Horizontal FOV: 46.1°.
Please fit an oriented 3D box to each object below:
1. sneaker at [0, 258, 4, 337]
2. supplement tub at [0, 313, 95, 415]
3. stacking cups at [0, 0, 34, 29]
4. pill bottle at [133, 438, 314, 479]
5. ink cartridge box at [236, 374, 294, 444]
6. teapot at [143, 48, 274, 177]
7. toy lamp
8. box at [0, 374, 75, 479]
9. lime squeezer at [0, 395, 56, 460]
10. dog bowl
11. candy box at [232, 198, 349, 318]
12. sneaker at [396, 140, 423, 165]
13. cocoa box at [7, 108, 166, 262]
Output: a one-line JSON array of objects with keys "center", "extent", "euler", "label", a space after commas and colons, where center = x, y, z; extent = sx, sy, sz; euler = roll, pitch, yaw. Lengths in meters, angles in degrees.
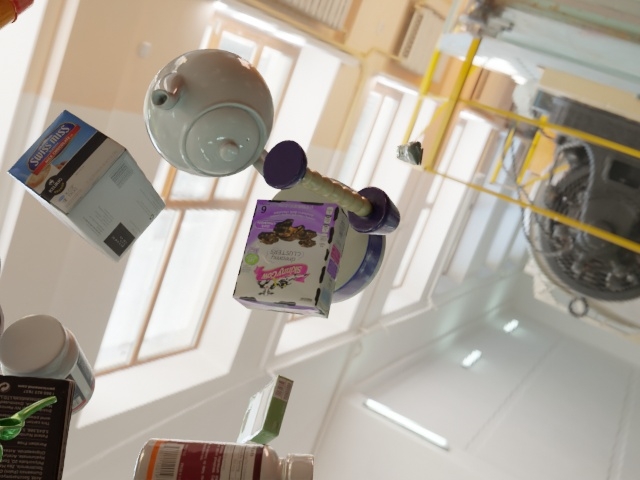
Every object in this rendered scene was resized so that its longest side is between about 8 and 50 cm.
[{"center": [-0.902, 0.160, 1.942], "extent": [0.105, 0.295, 0.147], "euler": [-5, 173, 12], "label": "sneaker"}, {"center": [-0.711, 0.333, 1.962], "extent": [0.191, 0.272, 0.191], "euler": [0, -128, 1], "label": "supplement tub"}, {"center": [-0.649, -0.391, 1.369], "extent": [0.096, 0.096, 0.316], "euler": [22, -130, 7], "label": "stacking cups"}, {"center": [-0.213, 0.574, 1.718], "extent": [0.393, 0.224, 0.224], "euler": [3, -169, 1], "label": "pill bottle"}, {"center": [-0.162, 0.500, 2.143], "extent": [0.056, 0.235, 0.171], "euler": [24, -126, -12], "label": "ink cartridge box"}, {"center": [-0.181, -0.200, 1.338], "extent": [0.256, 0.252, 0.187], "euler": [-12, -136, -20], "label": "teapot"}, {"center": [0.029, -0.069, 1.107], "extent": [0.080, 0.080, 0.275], "euler": [30, -178, 40], "label": "toy lamp"}, {"center": [-0.730, 0.602, 1.645], "extent": [0.298, 0.480, 0.471], "euler": [8, -127, -19], "label": "box"}, {"center": [-0.547, 0.360, 1.311], "extent": [0.059, 0.110, 0.310], "euler": [-12, -146, 22], "label": "lime squeezer"}, {"center": [0.000, 0.000, 1.604], "extent": [0.265, 0.264, 0.104], "euler": [26, -179, 25], "label": "dog bowl"}, {"center": [-0.051, 0.031, 1.347], "extent": [0.165, 0.196, 0.070], "euler": [4, 159, 21], "label": "candy box"}, {"center": [0.201, -0.198, 1.721], "extent": [0.061, 0.053, 0.152], "euler": [10, 180, 10], "label": "sneaker"}, {"center": [-0.618, -0.139, 2.035], "extent": [0.228, 0.231, 0.347], "euler": [33, 166, 19], "label": "cocoa box"}]
